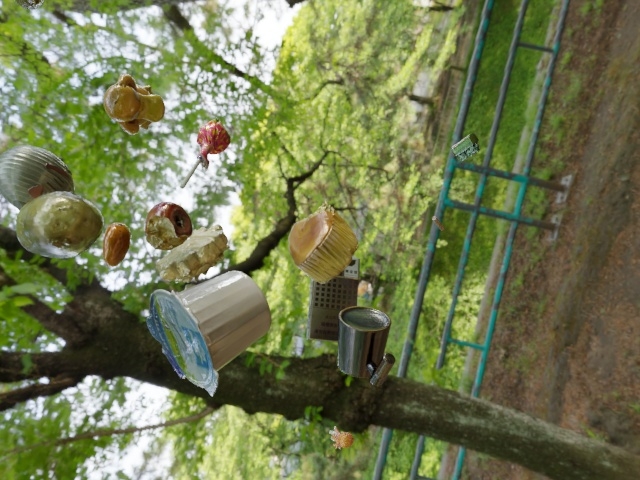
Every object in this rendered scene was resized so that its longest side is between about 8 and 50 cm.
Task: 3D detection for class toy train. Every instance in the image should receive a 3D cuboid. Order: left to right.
[{"bbox_3d":[0.524,-0.331,1.782,0.070,0.038,0.148,64,167,2],"label":"toy train"}]

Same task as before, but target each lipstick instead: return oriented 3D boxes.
[{"bbox_3d":[0.457,-0.066,1.925,0.094,0.019,0.018,39,-121,-47],"label":"lipstick"}]

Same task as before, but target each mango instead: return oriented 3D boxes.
[{"bbox_3d":[-0.702,0.018,1.711,0.105,0.084,0.159,-122,36,-80],"label":"mango"}]

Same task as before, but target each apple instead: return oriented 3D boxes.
[{"bbox_3d":[-0.536,-0.051,1.728,0.156,0.158,0.146,34,-138,-47],"label":"apple"}]

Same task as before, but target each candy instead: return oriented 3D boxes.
[{"bbox_3d":[-0.411,-0.292,1.719,0.365,0.124,0.124,-77,-2,-47],"label":"candy"}]

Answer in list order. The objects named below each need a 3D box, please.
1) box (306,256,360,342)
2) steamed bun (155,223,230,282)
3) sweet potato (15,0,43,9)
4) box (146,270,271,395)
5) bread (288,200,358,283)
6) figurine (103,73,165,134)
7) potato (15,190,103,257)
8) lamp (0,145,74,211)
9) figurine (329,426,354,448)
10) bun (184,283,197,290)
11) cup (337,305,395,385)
[{"bbox_3d":[0.049,0.214,1.853,0.047,0.181,0.324,136,141,-69],"label":"box"},{"bbox_3d":[-0.469,0.071,1.861,0.137,0.292,0.295,63,178,-25],"label":"steamed bun"},{"bbox_3d":[-0.760,-0.643,1.278,0.075,0.269,0.074,-27,-42,-28],"label":"sweet potato"},{"bbox_3d":[-0.259,0.194,1.189,0.207,0.291,0.262,-27,-74,-38],"label":"box"},{"bbox_3d":[0.000,0.000,1.371,0.179,0.133,0.250,-46,22,18],"label":"bread"},{"bbox_3d":[-0.668,-0.477,1.750,0.228,0.215,0.215,24,104,54],"label":"figurine"},{"bbox_3d":[-0.703,-0.040,1.346,0.308,0.210,0.173,-10,63,54],"label":"potato"},{"bbox_3d":[-0.984,-0.199,1.715,0.265,0.234,0.233,85,-162,-61],"label":"lamp"},{"bbox_3d":[0.052,0.555,1.388,0.109,0.047,0.064,-23,82,61],"label":"figurine"},{"bbox_3d":[-0.459,0.208,1.776,0.115,0.069,0.115,-164,90,-76],"label":"bun"},{"bbox_3d":[0.131,0.337,1.549,0.239,0.166,0.176,-93,9,-71],"label":"cup"}]
